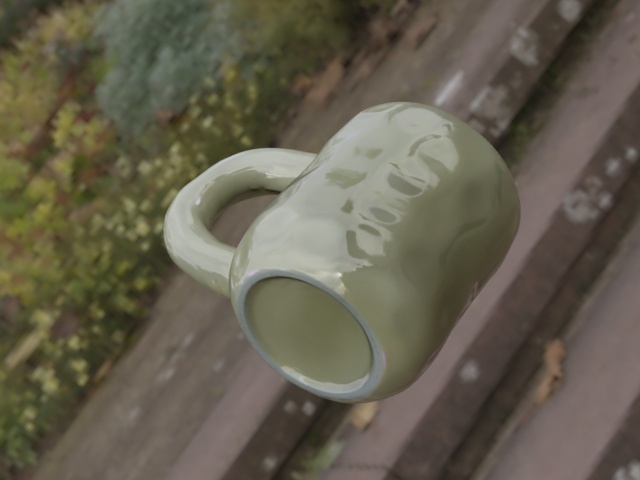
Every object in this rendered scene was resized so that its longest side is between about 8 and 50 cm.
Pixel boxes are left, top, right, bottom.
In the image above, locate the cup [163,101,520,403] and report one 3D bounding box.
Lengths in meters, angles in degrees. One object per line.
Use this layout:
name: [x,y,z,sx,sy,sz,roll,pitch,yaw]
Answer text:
cup: [0.007,-0.011,1.270,0.202,0.255,0.173,-50,-12,-39]
